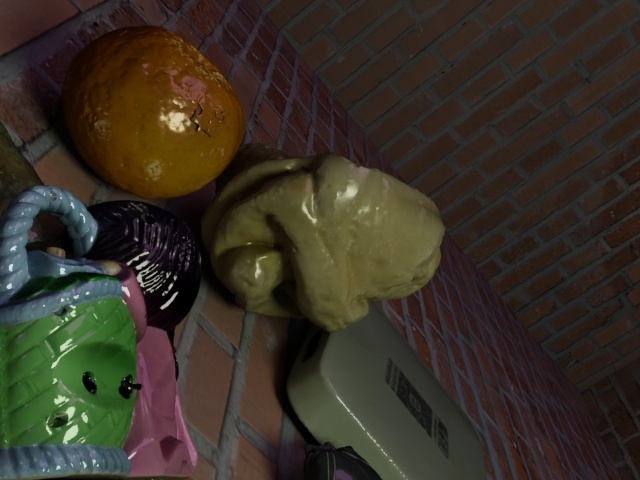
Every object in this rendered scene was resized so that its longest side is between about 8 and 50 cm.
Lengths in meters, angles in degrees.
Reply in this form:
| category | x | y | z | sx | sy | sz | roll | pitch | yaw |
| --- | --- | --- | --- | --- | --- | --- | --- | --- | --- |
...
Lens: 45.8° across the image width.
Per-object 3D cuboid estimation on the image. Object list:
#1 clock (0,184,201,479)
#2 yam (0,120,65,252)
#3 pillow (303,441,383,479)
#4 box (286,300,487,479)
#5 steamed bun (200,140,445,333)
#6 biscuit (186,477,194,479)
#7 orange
| category | x | y | z | sx | sy | sz | roll | pitch | yaw |
| --- | --- | --- | --- | --- | --- | --- | --- | --- | --- |
| clock | -0.145 | 0.060 | 0.495 | 0.194 | 0.100 | 0.195 | 47 | 38 | -64 |
| yam | -0.324 | -0.092 | 0.582 | 0.330 | 0.133 | 0.133 | 53 | 16 | 12 |
| pillow | 0.075 | 0.365 | 0.793 | 0.335 | 0.092 | 0.161 | 60 | 14 | 18 |
| box | 0.110 | 0.265 | 1.096 | 0.373 | 0.090 | 0.367 | 52 | 18 | -8 |
| steamed bun | -0.004 | -0.001 | 1.026 | 0.324 | 0.230 | 0.372 | 13 | 1 | -15 |
| biscuit | -0.072 | 0.295 | 0.511 | 0.275 | 0.052 | 0.355 | 43 | 11 | -37 |
| orange | -0.199 | -0.151 | 0.907 | 0.219 | 0.193 | 0.219 | 31 | 3 | -2 |
